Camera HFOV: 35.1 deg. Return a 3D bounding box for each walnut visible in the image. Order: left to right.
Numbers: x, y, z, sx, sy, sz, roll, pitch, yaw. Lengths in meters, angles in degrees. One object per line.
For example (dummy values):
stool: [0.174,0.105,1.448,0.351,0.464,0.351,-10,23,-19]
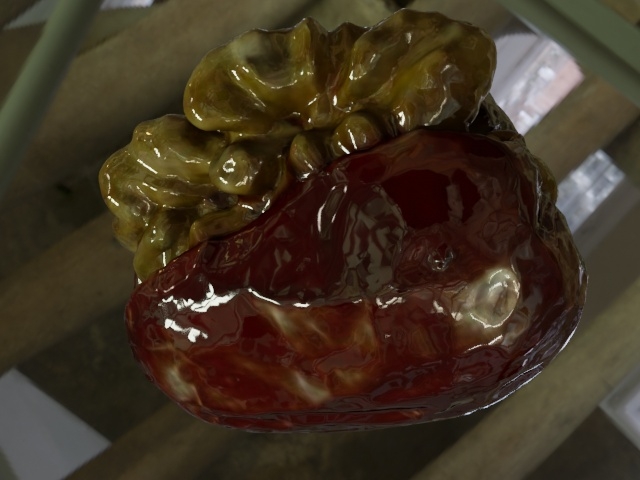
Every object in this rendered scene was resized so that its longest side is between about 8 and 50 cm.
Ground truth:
walnut: [0.000,0.000,0.567,0.244,0.269,0.222,49,-156,-40]
